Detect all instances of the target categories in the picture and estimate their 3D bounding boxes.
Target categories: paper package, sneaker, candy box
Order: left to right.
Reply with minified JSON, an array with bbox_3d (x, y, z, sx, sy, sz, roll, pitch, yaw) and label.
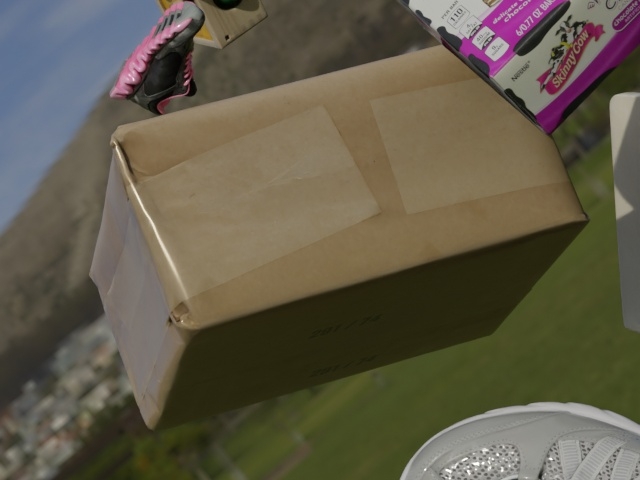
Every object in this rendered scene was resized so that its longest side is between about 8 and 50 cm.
[{"bbox_3d":[-0.113,-0.137,1.444,0.119,0.057,0.047,-42,19,46],"label":"sneaker"},{"bbox_3d":[0.000,0.000,1.456,0.325,0.168,0.309,-16,-16,-16],"label":"paper package"},{"bbox_3d":[0.143,-0.190,1.299,0.159,0.071,0.233,-46,32,4],"label":"candy box"},{"bbox_3d":[0.175,0.160,1.076,0.281,0.105,0.115,5,11,19],"label":"sneaker"}]

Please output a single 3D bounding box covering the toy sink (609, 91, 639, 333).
[{"bbox_3d":[0.368,-0.028,1.713,0.131,0.234,0.153,-18,19,-32],"label":"toy sink"}]

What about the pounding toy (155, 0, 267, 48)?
[{"bbox_3d":[-0.141,-0.281,2.085,0.100,0.130,0.141,-38,29,-21],"label":"pounding toy"}]
